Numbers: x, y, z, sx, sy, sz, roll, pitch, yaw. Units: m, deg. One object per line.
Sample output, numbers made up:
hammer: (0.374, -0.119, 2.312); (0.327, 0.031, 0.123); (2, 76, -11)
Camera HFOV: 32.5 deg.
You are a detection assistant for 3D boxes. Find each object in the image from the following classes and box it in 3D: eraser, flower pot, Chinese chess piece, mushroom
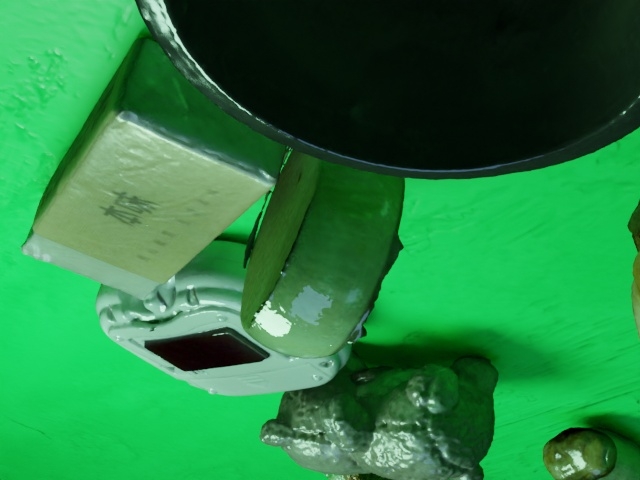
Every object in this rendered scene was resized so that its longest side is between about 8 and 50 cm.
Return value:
eraser: (-0.157, -0.046, 0.968); (0.144, 0.078, 0.343); (23, 152, -18)
flower pot: (0.055, -0.168, 0.534); (0.269, 0.166, 0.269); (9, 149, 6)
Chinese chess piece: (0.000, 0.000, 0.867); (0.083, 0.188, 0.188); (19, 153, -13)
mushroom: (0.397, 0.309, 1.438); (0.100, 0.081, 0.312); (-7, 152, 39)

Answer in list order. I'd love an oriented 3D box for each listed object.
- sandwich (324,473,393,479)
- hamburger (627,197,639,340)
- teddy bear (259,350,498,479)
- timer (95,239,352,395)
sandwich: (0.093, 0.380, 1.627); (0.079, 0.159, 0.235); (-15, 163, 34)
hamburger: (0.322, 0.011, 0.790); (0.209, 0.162, 0.330); (12, 156, 5)
teddy bear: (0.073, 0.203, 1.276); (0.267, 0.151, 0.236); (2, -179, 39)
timer: (-0.108, 0.095, 1.210); (0.262, 0.087, 0.237); (-13, 144, 38)
